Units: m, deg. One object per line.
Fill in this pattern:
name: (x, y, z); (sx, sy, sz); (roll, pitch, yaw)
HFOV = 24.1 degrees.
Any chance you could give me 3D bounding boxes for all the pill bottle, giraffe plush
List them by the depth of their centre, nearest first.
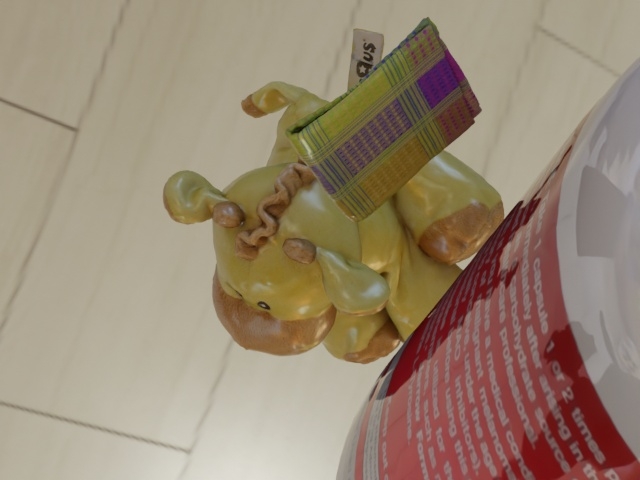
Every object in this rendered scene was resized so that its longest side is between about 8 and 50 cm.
pill bottle: (0.164, 0.055, 0.570); (0.229, 0.408, 0.229); (7, 61, -13)
giraffe plush: (0.000, 0.000, 0.877); (0.170, 0.181, 0.210); (-45, 130, -58)

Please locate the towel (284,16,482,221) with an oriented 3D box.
towel: (0.022, -0.037, 0.488); (0.060, 0.009, 0.083); (-40, 157, 2)
